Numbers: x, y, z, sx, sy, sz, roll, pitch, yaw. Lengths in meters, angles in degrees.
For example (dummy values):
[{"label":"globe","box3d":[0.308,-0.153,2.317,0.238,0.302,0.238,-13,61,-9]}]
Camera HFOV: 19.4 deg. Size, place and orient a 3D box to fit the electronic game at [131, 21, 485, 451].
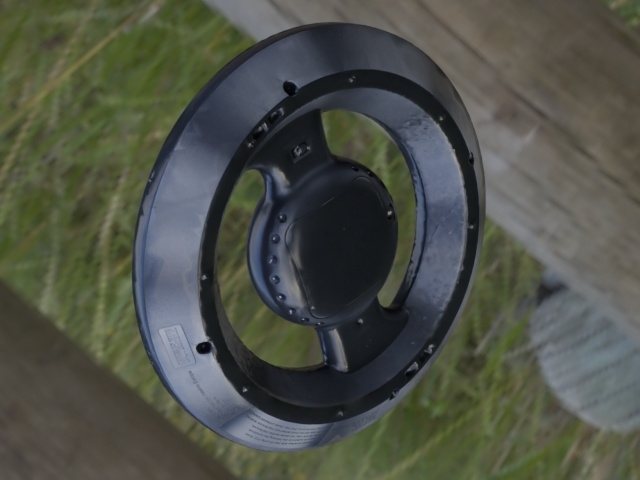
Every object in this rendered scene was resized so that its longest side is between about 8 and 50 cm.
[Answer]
[{"label":"electronic game","box3d":[0.000,0.000,0.982,0.048,0.229,0.229,18,134,48]}]
